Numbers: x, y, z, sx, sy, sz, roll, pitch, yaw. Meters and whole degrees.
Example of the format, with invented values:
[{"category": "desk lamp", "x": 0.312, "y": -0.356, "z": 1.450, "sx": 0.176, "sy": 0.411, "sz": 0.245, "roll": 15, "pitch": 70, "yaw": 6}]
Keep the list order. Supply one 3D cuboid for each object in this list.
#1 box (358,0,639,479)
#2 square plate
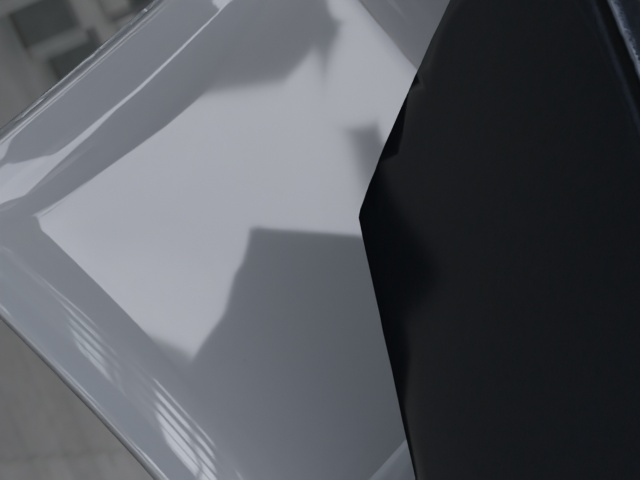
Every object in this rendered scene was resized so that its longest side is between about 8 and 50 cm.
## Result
[{"category": "box", "x": 0.247, "y": 0.044, "z": 0.674, "sx": 0.293, "sy": 0.396, "sz": 0.212, "roll": -100, "pitch": -155, "yaw": -44}, {"category": "square plate", "x": 0.000, "y": 0.000, "z": 1.088, "sx": 0.347, "sy": 0.344, "sz": 0.049, "roll": 47, "pitch": -12, "yaw": 1}]
